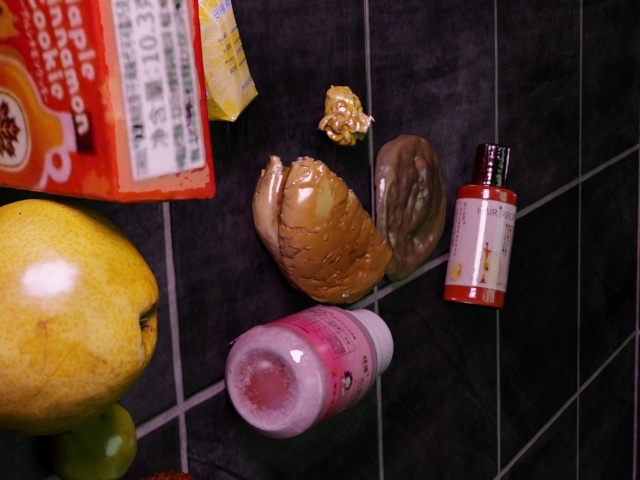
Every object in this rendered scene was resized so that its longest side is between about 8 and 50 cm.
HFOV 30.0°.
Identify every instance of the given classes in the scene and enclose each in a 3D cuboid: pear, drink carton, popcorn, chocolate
[{"bbox_3d":[-0.236,0.065,1.029,0.209,0.208,0.209,-16,108,-59],"label":"pear"},{"bbox_3d":[-0.130,-0.231,1.300,0.084,0.074,0.200,-53,139,-43],"label":"drink carton"},{"bbox_3d":[0.041,-0.166,1.609,0.084,0.084,0.084,-16,108,-59],"label":"popcorn"},{"bbox_3d":[-0.209,-0.151,1.019,0.108,0.234,0.238,-18,111,-47],"label":"chocolate"},{"bbox_3d":[-0.222,0.202,1.191,0.097,0.092,0.092,40,60,-55],"label":"pear"}]

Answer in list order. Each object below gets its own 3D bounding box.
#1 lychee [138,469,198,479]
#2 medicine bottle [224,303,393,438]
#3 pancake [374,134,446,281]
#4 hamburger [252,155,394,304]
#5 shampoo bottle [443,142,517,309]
[{"bbox_3d":[-0.163,0.307,1.277,0.129,0.123,0.123,-51,137,-43],"label":"lychee"},{"bbox_3d":[-0.005,0.156,1.514,0.247,0.147,0.147,-14,107,-58],"label":"medicine bottle"},{"bbox_3d":[0.141,-0.047,1.835,0.242,0.050,0.242,-14,106,-58],"label":"pancake"},{"bbox_3d":[0.000,0.000,1.516,0.262,0.124,0.131,55,49,-48],"label":"hamburger"},{"bbox_3d":[0.277,-0.027,2.024,0.104,0.104,0.278,19,78,-60],"label":"shampoo bottle"}]
